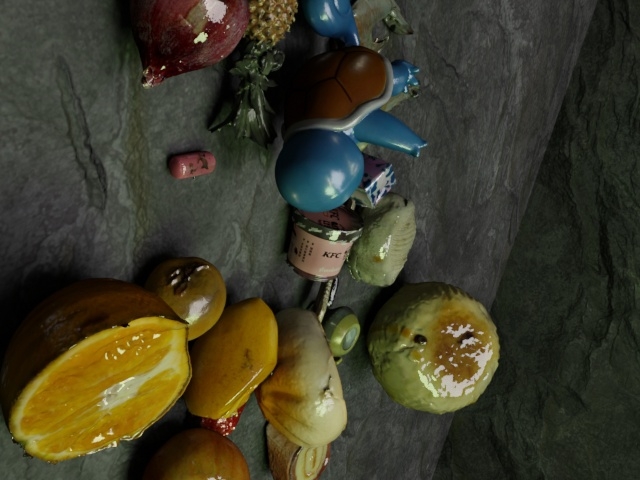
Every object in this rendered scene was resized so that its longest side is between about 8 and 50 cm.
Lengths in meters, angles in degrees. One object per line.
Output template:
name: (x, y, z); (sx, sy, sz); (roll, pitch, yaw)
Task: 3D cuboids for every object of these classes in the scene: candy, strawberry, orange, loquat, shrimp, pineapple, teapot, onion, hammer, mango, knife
candy: (0.070, -0.139, 1.377); (0.092, 0.160, 0.073); (-50, 143, -16)
strawberry: (-0.195, 0.337, 1.362); (0.187, 0.082, 0.146); (-57, 156, -26)
orange: (-0.303, 0.181, 0.905); (0.274, 0.274, 0.310); (-59, -168, -15)
loquat: (-0.224, 0.095, 1.081); (0.141, 0.141, 0.141); (-37, 138, -42)
shrimp: (0.137, -0.393, 1.407); (0.360, 0.085, 0.247); (7, 97, -55)
pineapple: (-0.105, -0.288, 1.050); (0.130, 0.119, 0.277); (-111, -150, -66)
teapot: (0.024, 0.225, 1.582); (0.130, 0.119, 0.166); (-34, 138, -40)
onion: (-0.187, -0.287, 0.873); (0.195, 0.159, 0.159); (-56, 149, -1)
hammer: (-0.207, -0.121, 1.060); (0.083, 0.043, 0.043); (-23, 128, -52)
mango: (-0.167, 0.225, 1.245); (0.252, 0.154, 0.126); (-65, 170, -7)
knife: (0.044, 0.025, 1.508); (0.089, 0.043, 0.365); (-178, -74, -75)

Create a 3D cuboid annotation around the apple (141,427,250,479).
apple: (-0.236, 0.463, 1.254); (0.210, 0.173, 0.235); (6, 119, -18)

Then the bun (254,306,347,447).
bun: (-0.062, 0.294, 1.376); (0.164, 0.299, 0.299); (-15, 130, -14)

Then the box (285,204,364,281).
box: (0.000, 0.000, 1.378); (0.151, 0.151, 0.135); (-17, 133, -53)

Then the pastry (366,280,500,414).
pastry: (0.311, 0.305, 1.885); (0.388, 0.388, 0.312); (-58, -172, -16)

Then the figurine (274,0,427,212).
figurine: (0.042, -0.239, 1.145); (0.243, 0.298, 0.416); (28, 64, -61)

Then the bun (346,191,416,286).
bun: (0.143, -0.002, 1.604); (0.239, 0.141, 0.239); (-44, 143, -46)

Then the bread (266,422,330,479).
bread: (-0.053, 0.498, 1.640); (0.190, 0.123, 0.244); (-37, 139, -44)
